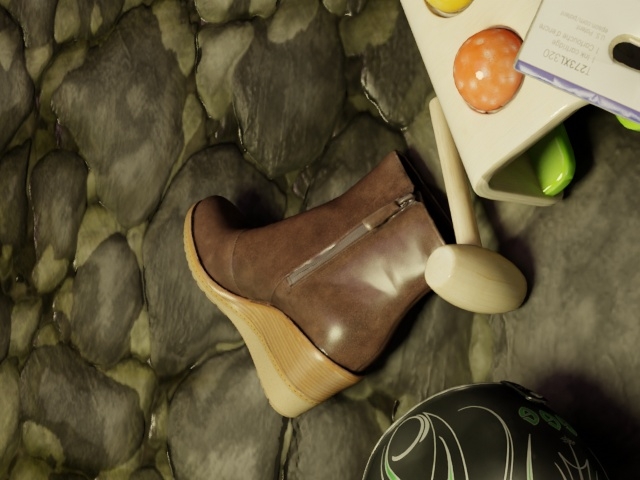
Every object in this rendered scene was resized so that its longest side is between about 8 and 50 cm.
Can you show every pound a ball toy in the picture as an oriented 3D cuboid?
[{"bbox_3d":[0.103,-0.133,0.860,0.208,0.136,0.319,-39,57,39],"label":"pound a ball toy"}]

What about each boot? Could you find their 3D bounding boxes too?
[{"bbox_3d":[0.000,0.000,1.021,0.207,0.090,0.248,-46,50,19],"label":"boot"}]

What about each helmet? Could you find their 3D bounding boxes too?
[{"bbox_3d":[0.111,0.191,0.787,0.169,0.169,0.161,-55,32,28],"label":"helmet"}]

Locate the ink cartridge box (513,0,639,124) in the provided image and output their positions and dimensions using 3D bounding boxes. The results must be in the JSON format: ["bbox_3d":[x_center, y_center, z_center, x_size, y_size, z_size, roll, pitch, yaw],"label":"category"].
[{"bbox_3d":[0.263,-0.233,0.691,0.176,0.069,0.371,28,103,20],"label":"ink cartridge box"}]
